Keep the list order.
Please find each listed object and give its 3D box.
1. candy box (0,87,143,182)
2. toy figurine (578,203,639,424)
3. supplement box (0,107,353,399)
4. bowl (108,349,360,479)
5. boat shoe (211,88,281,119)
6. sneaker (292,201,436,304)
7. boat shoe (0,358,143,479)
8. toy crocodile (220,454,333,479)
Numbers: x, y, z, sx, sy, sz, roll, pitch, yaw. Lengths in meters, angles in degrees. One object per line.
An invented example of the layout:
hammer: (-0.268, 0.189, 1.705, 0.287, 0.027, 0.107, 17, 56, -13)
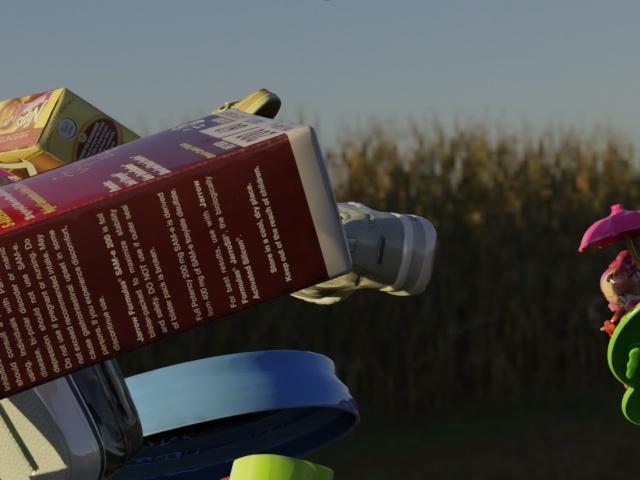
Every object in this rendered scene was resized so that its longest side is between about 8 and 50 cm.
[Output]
candy box: (-0.143, -0.038, 1.207, 0.186, 0.053, 0.109, 32, -18, -30)
toy figurine: (0.284, 0.048, 1.485, 0.130, 0.173, 0.159, -6, 42, -13)
supplement box: (-0.121, 0.012, 0.757, 0.239, 0.073, 0.130, -21, 14, -15)
bowl: (-0.150, 0.219, 1.971, 0.391, 0.077, 0.391, -13, -17, -4)
boat shoe: (-0.102, -0.103, 1.598, 0.153, 0.048, 0.056, -37, -14, 32)
sneaker: (0.000, 0.000, 1.647, 0.115, 0.105, 0.281, 13, -10, -26)
boat shoe: (-0.251, 0.048, 1.315, 0.121, 0.335, 0.119, -28, -4, 30)
toy crocodile: (-0.065, 0.265, 1.628, 0.105, 0.115, 0.340, 17, -14, -9)
